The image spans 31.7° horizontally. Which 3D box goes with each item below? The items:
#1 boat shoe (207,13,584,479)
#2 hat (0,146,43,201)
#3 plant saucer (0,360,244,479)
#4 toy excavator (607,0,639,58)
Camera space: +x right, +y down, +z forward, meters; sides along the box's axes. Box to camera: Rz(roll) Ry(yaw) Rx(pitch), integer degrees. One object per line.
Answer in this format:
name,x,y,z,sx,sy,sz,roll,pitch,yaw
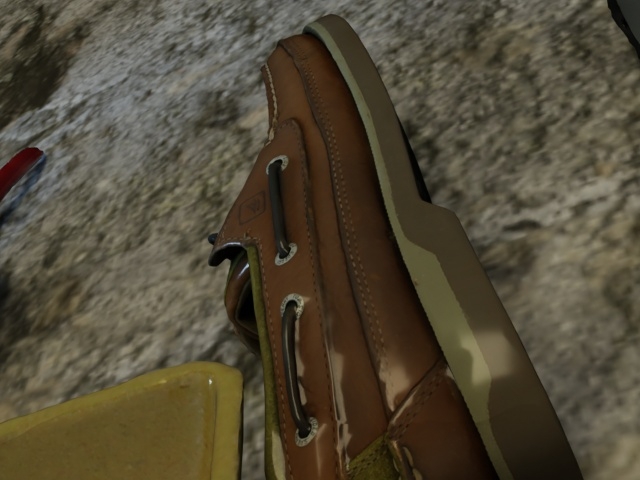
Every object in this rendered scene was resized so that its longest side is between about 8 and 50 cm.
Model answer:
boat shoe,0.000,0.000,0.474,0.104,0.111,0.307,-25,34,4
hat,-0.211,0.030,0.667,0.173,0.183,0.209,0,84,45
plant saucer,-0.162,0.218,0.333,0.332,0.081,0.333,-19,36,14
toy excavator,0.173,-0.279,0.412,0.222,0.445,0.433,-26,34,4
